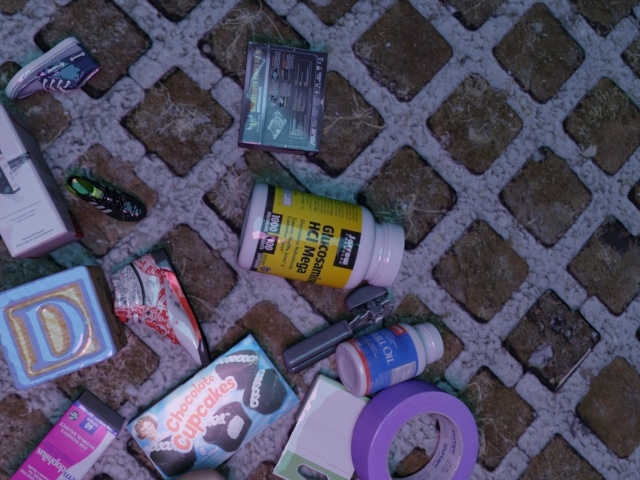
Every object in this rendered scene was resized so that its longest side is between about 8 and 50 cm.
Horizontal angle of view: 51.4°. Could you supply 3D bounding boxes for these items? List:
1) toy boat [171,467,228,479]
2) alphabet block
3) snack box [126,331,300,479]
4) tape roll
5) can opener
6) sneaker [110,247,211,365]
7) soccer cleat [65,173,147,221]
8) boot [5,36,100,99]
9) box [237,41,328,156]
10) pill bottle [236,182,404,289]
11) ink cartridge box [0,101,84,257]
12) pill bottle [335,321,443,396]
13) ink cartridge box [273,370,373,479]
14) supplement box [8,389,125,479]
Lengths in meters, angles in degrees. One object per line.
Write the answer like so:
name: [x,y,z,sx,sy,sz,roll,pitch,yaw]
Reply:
toy boat: [-0.203,0.595,1.354,0.318,0.148,0.268,16,116,-21]
alphabet block: [-0.512,0.165,1.319,0.193,0.197,0.193,-18,91,-10]
snack box: [-0.228,0.368,1.430,0.321,0.060,0.187,-36,94,-10]
tape roll: [0.208,0.451,1.457,0.274,0.090,0.275,-2,96,-22]
can opener: [0.035,0.192,1.493,0.283,0.076,0.095,-26,60,-10]
sneaker: [-0.342,0.163,1.402,0.144,0.090,0.270,-25,86,-10]
soccer cleat: [-0.455,-0.088,1.403,0.178,0.072,0.060,25,83,-8]
boot: [-0.561,-0.340,1.396,0.190,0.069,0.086,-43,92,-11]
box: [-0.084,-0.314,1.489,0.182,0.056,0.231,5,86,-9]
pill bottle: [0.000,0.000,1.423,0.333,0.188,0.188,12,85,-9]
ink cartridge box: [-0.595,-0.109,1.315,0.114,0.197,0.273,-26,92,-10]
pill bottle: [0.155,0.253,1.465,0.221,0.124,0.124,-15,90,-25]
ink cartridge box: [0.017,0.434,1.474,0.171,0.056,0.235,28,85,-8]
supplement box: [-0.516,0.432,1.350,0.111,0.114,0.220,39,83,-7]
